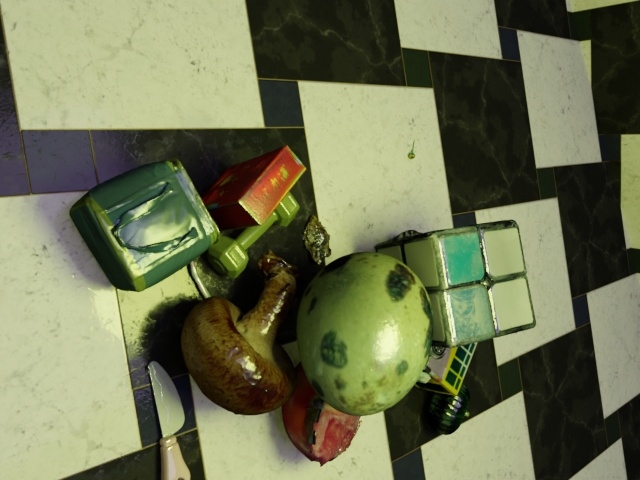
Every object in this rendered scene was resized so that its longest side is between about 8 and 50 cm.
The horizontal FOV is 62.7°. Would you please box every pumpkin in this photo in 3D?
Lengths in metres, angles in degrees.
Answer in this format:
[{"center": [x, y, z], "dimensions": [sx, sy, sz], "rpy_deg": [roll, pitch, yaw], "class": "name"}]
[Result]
[{"center": [0.455, 0.587, 1.851], "dimensions": [0.202, 0.140, 0.202], "rpy_deg": [-52, 156, -34], "class": "pumpkin"}]

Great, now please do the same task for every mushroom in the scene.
[{"center": [-0.157, 0.262, 1.343], "dimensions": [0.356, 0.334, 0.331], "rpy_deg": [-26, 114, -8], "class": "mushroom"}]

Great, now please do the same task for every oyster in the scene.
[{"center": [-0.005, -0.007, 1.642], "dimensions": [0.103, 0.051, 0.148], "rpy_deg": [-28, 93, -42], "class": "oyster"}]

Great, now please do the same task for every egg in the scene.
[{"center": [0.107, 0.224, 1.314], "dimensions": [0.345, 0.345, 0.428], "rpy_deg": [48, 37, -23], "class": "egg"}]

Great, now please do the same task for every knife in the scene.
[{"center": [-0.379, 0.468, 1.332], "dimensions": [0.081, 0.043, 0.336], "rpy_deg": [-6, 88, -42], "class": "knife"}]

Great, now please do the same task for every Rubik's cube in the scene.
[{"center": [0.381, 0.127, 1.526], "dimensions": [0.318, 0.316, 0.313], "rpy_deg": [-7, 86, -24], "class": "Rubik's cube"}]

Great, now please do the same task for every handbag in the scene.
[{"center": [-0.412, -0.034, 1.235], "dimensions": [0.241, 0.222, 0.263], "rpy_deg": [-34, 102, -34], "class": "handbag"}]

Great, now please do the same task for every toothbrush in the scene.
[{"center": [-0.330, 0.098, 1.409], "dimensions": [0.027, 0.021, 0.269], "rpy_deg": [-33, 105, -21], "class": "toothbrush"}]

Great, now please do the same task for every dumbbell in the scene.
[{"center": [-0.186, -0.027, 1.472], "dimensions": [0.302, 0.108, 0.121], "rpy_deg": [-46, 113, -30], "class": "dumbbell"}]

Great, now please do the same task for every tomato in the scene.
[{"center": [0.003, 0.472, 1.537], "dimensions": [0.290, 0.176, 0.334], "rpy_deg": [34, 65, -52], "class": "tomato"}]

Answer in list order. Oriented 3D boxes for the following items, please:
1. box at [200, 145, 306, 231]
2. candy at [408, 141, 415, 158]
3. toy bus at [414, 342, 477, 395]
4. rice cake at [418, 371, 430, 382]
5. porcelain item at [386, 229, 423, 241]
[{"center": [-0.200, -0.122, 1.342], "dimensions": [0.089, 0.313, 0.197], "rpy_deg": [47, 61, -24], "class": "box"}, {"center": [0.342, -0.339, 1.949], "dimensions": [0.023, 0.025, 0.083], "rpy_deg": [47, 47, -56], "class": "candy"}, {"center": [0.432, 0.292, 1.839], "dimensions": [0.249, 0.209, 0.440], "rpy_deg": [42, 63, -26], "class": "toy bus"}, {"center": [0.248, 0.426, 1.690], "dimensions": [0.124, 0.211, 0.038], "rpy_deg": [28, 67, -31], "class": "rice cake"}, {"center": [0.234, 0.072, 1.747], "dimensions": [0.288, 0.186, 0.138], "rpy_deg": [-45, 111, -17], "class": "porcelain item"}]
